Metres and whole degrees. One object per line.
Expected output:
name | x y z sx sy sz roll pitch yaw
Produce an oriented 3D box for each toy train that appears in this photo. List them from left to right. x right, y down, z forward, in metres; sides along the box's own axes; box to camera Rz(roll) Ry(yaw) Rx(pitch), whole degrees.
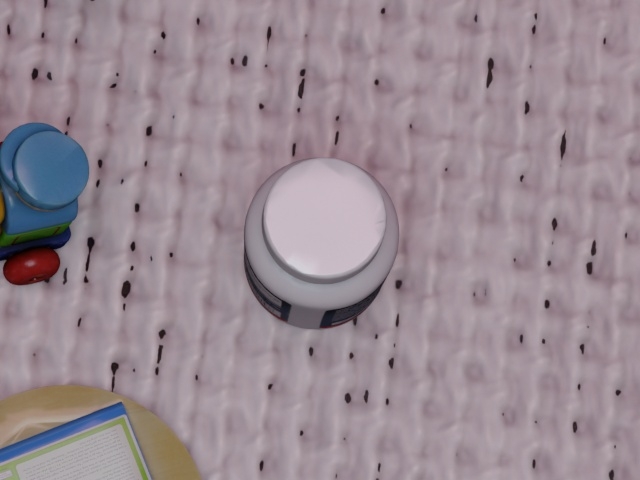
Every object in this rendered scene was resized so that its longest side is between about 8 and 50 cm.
toy train | -0.285 -0.015 1.172 0.248 0.143 0.105 -13 80 -25

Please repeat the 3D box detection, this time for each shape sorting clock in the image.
shape sorting clock | -0.182 0.206 1.218 0.206 0.040 0.206 1 79 -6

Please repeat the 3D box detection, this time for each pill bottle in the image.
pill bottle | 0.000 0.000 1.192 0.108 0.180 0.108 1 80 -3
